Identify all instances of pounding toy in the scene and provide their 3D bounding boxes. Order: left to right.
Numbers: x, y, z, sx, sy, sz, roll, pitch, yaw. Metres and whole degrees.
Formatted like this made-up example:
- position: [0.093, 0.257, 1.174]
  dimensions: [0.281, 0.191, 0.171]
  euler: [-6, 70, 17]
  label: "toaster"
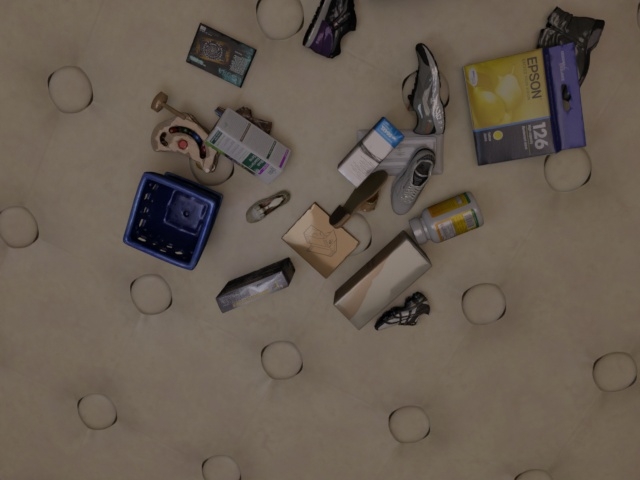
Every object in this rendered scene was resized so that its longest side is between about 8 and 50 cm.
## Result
- position: [-0.433, -0.308, 1.725]
  dimensions: [0.269, 0.155, 0.154]
  euler: [42, 97, -6]
  label: "pounding toy"

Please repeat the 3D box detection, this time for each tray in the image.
- position: [0.247, -0.273, 1.755]
  dimensions: [0.270, 0.030, 0.145]
  euler: [-1, 102, 4]
  label: "tray"

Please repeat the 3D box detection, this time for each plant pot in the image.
- position: [-0.439, -0.075, 1.749]
  dimensions: [0.235, 0.212, 0.236]
  euler: [22, 103, -2]
  label: "plant pot"

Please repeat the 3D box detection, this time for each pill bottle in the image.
- position: [0.385, -0.062, 1.749]
  dimensions: [0.208, 0.117, 0.118]
  euler: [-23, 100, 8]
  label: "pill bottle"

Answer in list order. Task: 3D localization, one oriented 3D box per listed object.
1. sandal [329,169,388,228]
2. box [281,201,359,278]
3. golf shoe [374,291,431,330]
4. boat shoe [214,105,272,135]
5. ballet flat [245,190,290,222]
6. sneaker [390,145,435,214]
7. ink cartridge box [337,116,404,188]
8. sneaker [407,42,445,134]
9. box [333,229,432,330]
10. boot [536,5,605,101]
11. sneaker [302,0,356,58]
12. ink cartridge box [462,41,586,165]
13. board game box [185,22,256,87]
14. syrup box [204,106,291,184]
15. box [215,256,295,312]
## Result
- position: [0.136, -0.117, 1.785]
  dimensions: [0.240, 0.088, 0.079]
  euler: [-43, 129, 11]
  label: "sandal"
- position: [0.000, 0.000, 1.836]
  dimensions: [0.201, 0.021, 0.164]
  euler: [42, 102, -5]
  label: "box"
- position: [0.271, 0.255, 1.848]
  dimensions: [0.198, 0.077, 0.094]
  euler: [-33, 99, 11]
  label: "golf shoe"
- position: [-0.236, -0.378, 1.750]
  dimensions: [0.183, 0.066, 0.066]
  euler: [25, 96, -9]
  label: "boat shoe"
- position: [-0.174, -0.108, 1.806]
  dimensions: [0.168, 0.052, 0.057]
  euler: [-33, 99, 10]
  label: "ballet flat"
- position: [0.278, -0.171, 1.726]
  dimensions: [0.090, 0.095, 0.235]
  euler: [16, 121, -8]
  label: "sneaker"
- position: [0.145, -0.262, 1.672]
  dimensions: [0.086, 0.148, 0.203]
  euler: [43, 101, -7]
  label: "ink cartridge box"
- position: [0.306, -0.445, 1.680]
  dimensions: [0.107, 0.100, 0.272]
  euler: [-7, 102, 11]
  label: "sneaker"
- position: [0.194, 0.123, 1.789]
  dimensions: [0.311, 0.148, 0.121]
  euler: [-43, 96, 10]
  label: "box"
- position: [0.706, -0.542, 1.654]
  dimensions: [0.161, 0.083, 0.247]
  euler: [18, 104, 12]
  label: "boot"
- position: [0.061, -0.676, 1.655]
  dimensions: [0.124, 0.107, 0.283]
  euler: [23, 107, -17]
  label: "sneaker"
- position: [0.594, -0.391, 1.650]
  dimensions: [0.307, 0.072, 0.304]
  euler: [-8, 101, 24]
  label: "ink cartridge box"
- position: [-0.304, -0.564, 1.726]
  dimensions: [0.186, 0.026, 0.126]
  euler: [25, 103, -2]
  label: "board game box"
- position: [-0.216, -0.282, 1.706]
  dimensions: [0.236, 0.096, 0.093]
  euler: [34, 144, -18]
  label: "syrup box"
- position: [-0.202, 0.139, 1.797]
  dimensions: [0.230, 0.183, 0.056]
  euler: [-23, 100, 7]
  label: "box"
